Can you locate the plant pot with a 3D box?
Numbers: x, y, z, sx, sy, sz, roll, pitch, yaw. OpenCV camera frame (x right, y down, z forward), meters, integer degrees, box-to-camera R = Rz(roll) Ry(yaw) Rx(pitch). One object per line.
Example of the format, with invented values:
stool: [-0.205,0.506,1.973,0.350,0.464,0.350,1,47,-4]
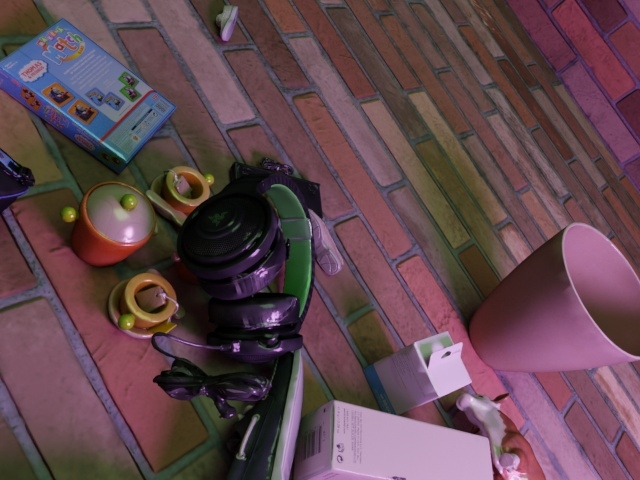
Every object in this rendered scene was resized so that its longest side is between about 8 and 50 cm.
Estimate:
plant pot: [0.422,0.142,1.131,0.256,0.274,0.257,22,50,-29]

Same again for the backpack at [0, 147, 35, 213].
backpack: [-0.432,-0.086,0.650,0.173,0.117,0.158,50,15,-7]

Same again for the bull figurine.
bull figurine: [0.305,0.392,0.967,0.188,0.101,0.311,-2,67,-66]

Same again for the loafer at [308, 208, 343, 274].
loafer: [0.000,0.000,1.045,0.125,0.045,0.039,62,26,1]

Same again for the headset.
headset: [-0.075,0.062,0.775,0.394,0.185,0.244,-52,137,-55]

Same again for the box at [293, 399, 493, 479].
box: [0.105,0.311,0.855,0.275,0.113,0.094,19,52,-22]

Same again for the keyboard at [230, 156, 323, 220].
keyboard: [-0.075,-0.092,1.054,0.180,0.023,0.108,11,62,-36]

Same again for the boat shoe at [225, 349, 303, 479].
boat shoe: [-0.075,0.260,0.758,0.091,0.114,0.303,2,38,5]

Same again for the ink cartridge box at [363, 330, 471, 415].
ink cartridge box: [0.158,0.211,0.957,0.092,0.143,0.090,-9,69,-43]

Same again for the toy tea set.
toy tea set: [-0.183,-0.027,0.841,0.200,0.124,0.336,49,43,-2]

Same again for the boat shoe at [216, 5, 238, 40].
boat shoe: [-0.187,-0.426,1.177,0.035,0.035,0.100,10,56,-2]

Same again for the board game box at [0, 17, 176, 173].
board game box: [-0.342,-0.217,0.897,0.211,0.039,0.160,39,44,-15]
